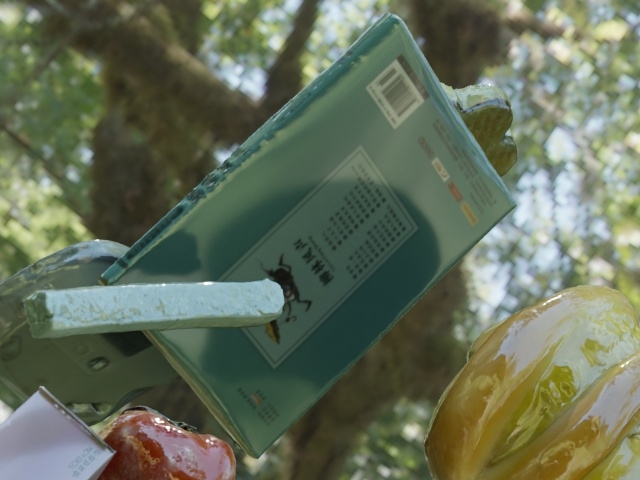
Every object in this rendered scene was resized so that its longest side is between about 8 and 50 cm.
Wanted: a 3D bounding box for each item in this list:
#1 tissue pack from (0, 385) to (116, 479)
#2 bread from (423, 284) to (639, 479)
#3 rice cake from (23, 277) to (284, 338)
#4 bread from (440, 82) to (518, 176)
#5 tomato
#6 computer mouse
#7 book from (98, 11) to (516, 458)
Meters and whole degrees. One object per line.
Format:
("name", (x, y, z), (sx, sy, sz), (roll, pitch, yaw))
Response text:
("tissue pack", (-0.293, 0.248, 1.429), (0.092, 0.246, 0.148), (42, -44, 4))
("bread", (0.241, 0.176, 1.533), (0.211, 0.315, 0.270), (-16, -92, 38))
("rice cake", (-0.133, 0.056, 1.444), (0.245, 0.042, 0.045), (0, -16, -41))
("bread", (0.118, -0.083, 1.864), (0.056, 0.207, 0.286), (63, -29, 26))
("tomato", (-0.201, 0.294, 2.148), (0.187, 0.151, 0.187), (26, -14, 7))
("computer mouse", (-0.237, 0.093, 1.752), (0.095, 0.197, 0.331), (59, -2, 29))
("book", (0.000, 0.000, 1.648), (0.264, 0.379, 0.031), (55, -14, -31))
